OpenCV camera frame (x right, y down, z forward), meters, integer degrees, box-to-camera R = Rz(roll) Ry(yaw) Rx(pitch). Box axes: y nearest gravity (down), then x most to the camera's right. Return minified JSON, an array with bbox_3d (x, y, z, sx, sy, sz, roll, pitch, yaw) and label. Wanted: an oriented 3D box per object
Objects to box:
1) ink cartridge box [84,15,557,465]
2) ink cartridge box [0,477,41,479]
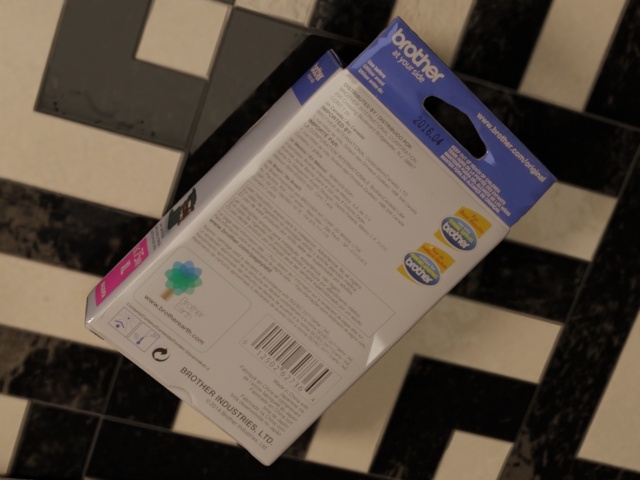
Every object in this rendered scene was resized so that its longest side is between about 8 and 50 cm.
[{"bbox_3d":[0.000,0.000,1.021,0.311,0.065,0.186,-44,112,11],"label":"ink cartridge box"},{"bbox_3d":[-0.258,0.329,1.104,0.307,0.072,0.304,7,110,-11],"label":"ink cartridge box"}]
